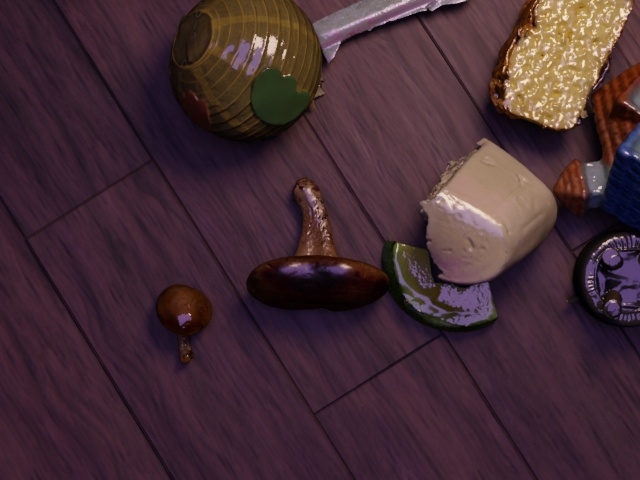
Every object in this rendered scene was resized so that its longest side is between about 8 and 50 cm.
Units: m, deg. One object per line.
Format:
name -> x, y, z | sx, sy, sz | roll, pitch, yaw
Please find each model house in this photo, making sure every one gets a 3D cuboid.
model house -> 0.518, -0.161, 1.720 | 0.329, 0.251, 0.294 | -5, 65, 6

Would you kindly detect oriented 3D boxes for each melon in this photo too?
melon -> 0.190, 0.080, 1.818 | 0.210, 0.064, 0.118 | 18, 82, 0

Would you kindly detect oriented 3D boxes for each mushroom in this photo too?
mushroom -> 0.000, 0.000, 1.806 | 0.227, 0.148, 0.217 | 4, 71, -3
mushroom -> -0.216, 0.134, 1.819 | 0.088, 0.073, 0.129 | -9, 89, -33

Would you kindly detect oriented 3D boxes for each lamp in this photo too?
lamp -> -0.100, -0.273, 1.777 | 0.250, 0.284, 0.250 | -14, 70, 42

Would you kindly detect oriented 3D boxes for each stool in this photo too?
stool -> 0.500, 0.043, 1.772 | 0.153, 0.139, 0.228 | 42, 91, 2

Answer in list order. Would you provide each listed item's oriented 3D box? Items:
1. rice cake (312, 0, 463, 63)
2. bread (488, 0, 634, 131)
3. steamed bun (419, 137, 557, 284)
rice cake -> 0.119, -0.378, 1.851 | 0.290, 0.051, 0.081 | -24, 77, 1
bread -> 0.372, -0.304, 1.799 | 0.160, 0.147, 0.260 | 21, 91, -6
steamed bun -> 0.236, -0.029, 1.747 | 0.200, 0.225, 0.170 | 44, 130, 14
